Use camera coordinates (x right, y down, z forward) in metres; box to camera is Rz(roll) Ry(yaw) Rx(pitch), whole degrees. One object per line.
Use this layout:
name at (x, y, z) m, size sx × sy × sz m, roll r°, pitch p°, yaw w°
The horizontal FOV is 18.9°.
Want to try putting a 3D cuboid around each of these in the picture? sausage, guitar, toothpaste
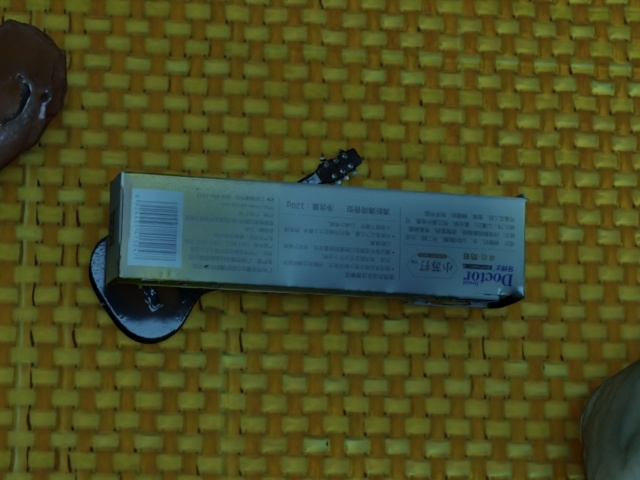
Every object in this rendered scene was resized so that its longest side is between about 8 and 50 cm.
sausage at (-0.332, -0.001, 1.390) m, size 0.094 × 0.094 × 0.419 m, roll 24°, pitch 66°, yaw 44°
guitar at (-0.067, -0.008, 1.464) m, size 0.233 × 0.025 × 0.088 m, roll -31°, pitch 82°, yaw -16°
toothpaste at (0.000, 0.000, 1.429) m, size 0.313 × 0.071 × 0.089 m, roll 3°, pitch 79°, yaw -14°

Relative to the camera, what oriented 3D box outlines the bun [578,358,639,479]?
bun at (0.285, 0.180, 1.417) m, size 0.237 × 0.116 × 0.210 m, roll -26°, pitch 74°, yaw -37°
